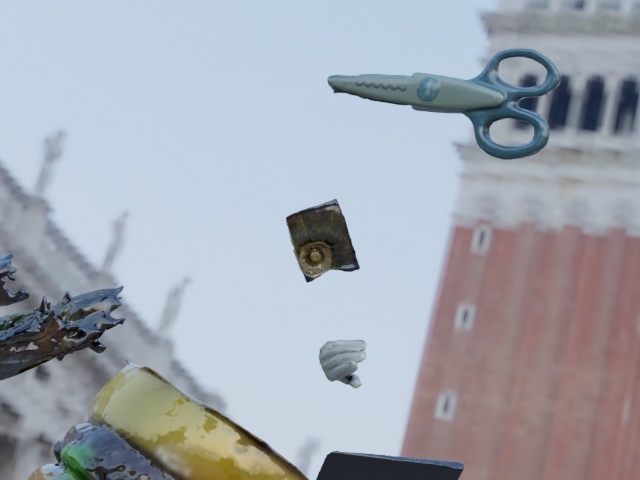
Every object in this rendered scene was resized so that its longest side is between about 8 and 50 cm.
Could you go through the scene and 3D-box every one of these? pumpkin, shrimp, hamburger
[{"bbox_3d":[0.001,-0.002,2.244,0.073,0.035,0.101,-18,-63,-7],"label":"pumpkin"},{"bbox_3d":[-0.356,0.086,2.038,0.289,0.075,0.178,-17,-37,-3],"label":"shrimp"},{"bbox_3d":[-0.187,0.360,2.397,0.395,0.277,0.396,35,-12,9],"label":"hamburger"}]

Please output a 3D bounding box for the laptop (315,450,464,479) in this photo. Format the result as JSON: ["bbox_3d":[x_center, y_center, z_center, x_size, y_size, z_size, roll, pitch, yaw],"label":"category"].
[{"bbox_3d":[0.038,0.263,1.739,0.135,0.016,0.197,9,-51,-19],"label":"laptop"}]

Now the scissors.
[{"bbox_3d":[0.144,-0.177,2.297,0.289,0.138,0.041,8,-4,19],"label":"scissors"}]

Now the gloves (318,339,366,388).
[{"bbox_3d":[0.017,0.102,1.558,0.044,0.037,0.081,62,-27,1],"label":"gloves"}]
